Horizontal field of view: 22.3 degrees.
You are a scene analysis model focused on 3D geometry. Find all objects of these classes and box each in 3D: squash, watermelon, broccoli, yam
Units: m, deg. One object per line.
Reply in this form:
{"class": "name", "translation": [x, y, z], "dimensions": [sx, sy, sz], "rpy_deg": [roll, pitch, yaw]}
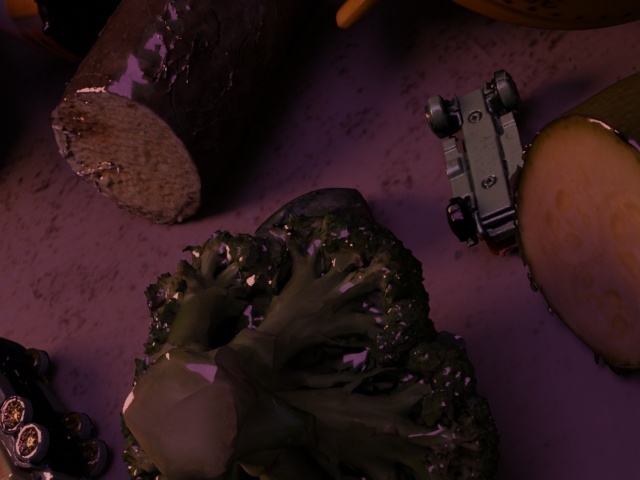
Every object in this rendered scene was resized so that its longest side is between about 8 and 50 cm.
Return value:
{"class": "squash", "translation": [0.280, -0.040, 1.085], "dimensions": [0.260, 0.189, 0.189], "rpy_deg": [-22, 40, -29]}
{"class": "watermelon", "translation": [0.003, -0.005, 1.208], "dimensions": [0.084, 0.092, 0.072], "rpy_deg": [-37, 86, 18]}
{"class": "broccoli", "translation": [-0.019, 0.103, 1.025], "dimensions": [0.270, 0.270, 0.270], "rpy_deg": [-2, 86, 24]}
{"class": "yam", "translation": [-0.104, -0.150, 1.315], "dimensions": [0.154, 0.154, 0.254], "rpy_deg": [19, 71, 39]}

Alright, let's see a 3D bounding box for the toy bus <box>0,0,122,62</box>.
{"class": "toy bus", "translation": [-0.203, -0.345, 1.446], "dimensions": [0.162, 0.171, 0.386], "rpy_deg": [6, 87, 46]}

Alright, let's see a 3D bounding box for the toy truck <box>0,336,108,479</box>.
{"class": "toy truck", "translation": [-0.244, 0.153, 1.262], "dimensions": [0.100, 0.077, 0.169], "rpy_deg": [-52, 50, 12]}

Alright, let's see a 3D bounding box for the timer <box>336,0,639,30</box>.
{"class": "timer", "translation": [0.158, -0.314, 1.158], "dimensions": [0.376, 0.376, 0.387], "rpy_deg": [-55, 10, -9]}

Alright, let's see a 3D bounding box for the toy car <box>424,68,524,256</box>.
{"class": "toy car", "translation": [0.122, -0.058, 1.176], "dimensions": [0.073, 0.054, 0.143], "rpy_deg": [-24, 47, 16]}
